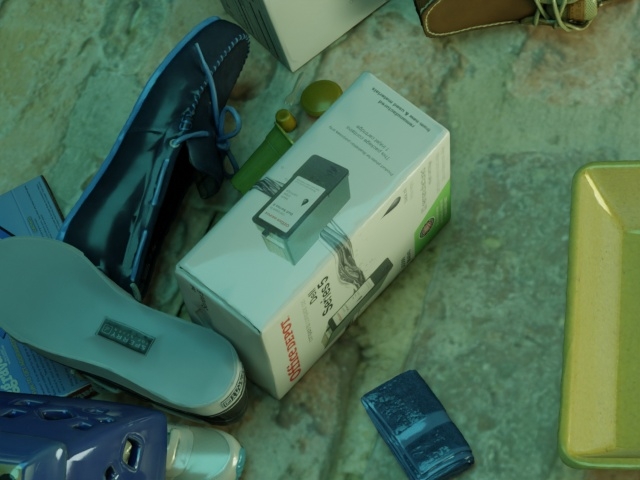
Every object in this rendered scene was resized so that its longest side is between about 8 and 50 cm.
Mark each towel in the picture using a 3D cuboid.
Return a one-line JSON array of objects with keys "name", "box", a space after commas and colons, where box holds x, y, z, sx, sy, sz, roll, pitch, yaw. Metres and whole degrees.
[{"name": "towel", "box": [0.093, 0.181, 1.650, 0.067, 0.029, 0.119, -30, 55, -6]}]

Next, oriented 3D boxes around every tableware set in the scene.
[{"name": "tableware set", "box": [0.022, -0.121, 1.871, 0.154, 0.024, 0.104, 18, 67, 23]}]

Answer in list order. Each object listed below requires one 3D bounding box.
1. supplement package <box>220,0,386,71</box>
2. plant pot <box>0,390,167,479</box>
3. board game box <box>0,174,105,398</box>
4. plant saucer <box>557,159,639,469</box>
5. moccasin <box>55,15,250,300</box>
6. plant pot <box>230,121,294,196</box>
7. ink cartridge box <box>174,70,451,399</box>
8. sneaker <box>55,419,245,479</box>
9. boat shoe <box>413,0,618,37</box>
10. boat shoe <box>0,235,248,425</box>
[{"name": "supplement package", "box": [0.004, -0.361, 1.919, 0.262, 0.204, 0.145, -39, 56, -11]}, {"name": "plant pot", "box": [-0.291, 0.261, 1.540, 0.236, 0.212, 0.236, 5, 90, 20]}, {"name": "board game box", "box": [-0.312, 0.064, 1.835, 0.145, 0.027, 0.281, -26, 55, -5]}, {"name": "plant saucer", "box": [0.397, 0.080, 1.604, 0.333, 0.081, 0.332, 0, 58, 14]}, {"name": "moccasin", "box": [-0.151, -0.077, 1.834, 0.117, 0.137, 0.342, 23, 75, 18]}, {"name": "plant pot", "box": [-0.051, -0.070, 1.828, 0.079, 0.083, 0.083, -40, 56, 2]}, {"name": "ink cartridge box", "box": [0.000, 0.000, 1.683, 0.115, 0.198, 0.273, 38, 74, 19]}, {"name": "sneaker", "box": [-0.187, 0.207, 1.670, 0.229, 0.092, 0.087, 1, 57, 14]}, {"name": "boat shoe", "box": [0.262, -0.291, 1.859, 0.324, 0.122, 0.120, -22, 58, 1]}, {"name": "boat shoe", "box": [-0.204, 0.094, 1.707, 0.306, 0.105, 0.113, 20, 68, 16]}]
